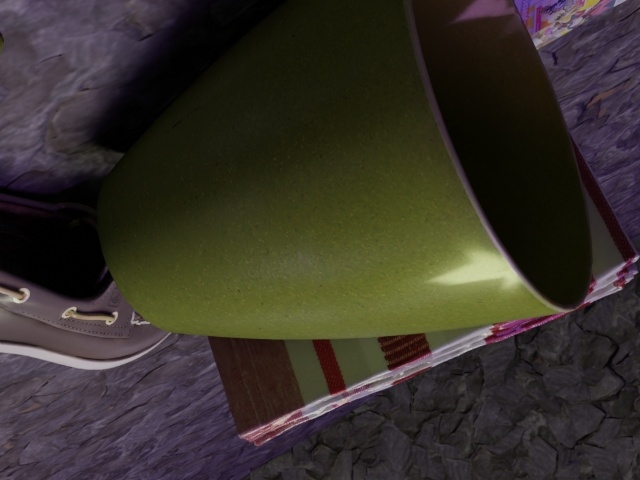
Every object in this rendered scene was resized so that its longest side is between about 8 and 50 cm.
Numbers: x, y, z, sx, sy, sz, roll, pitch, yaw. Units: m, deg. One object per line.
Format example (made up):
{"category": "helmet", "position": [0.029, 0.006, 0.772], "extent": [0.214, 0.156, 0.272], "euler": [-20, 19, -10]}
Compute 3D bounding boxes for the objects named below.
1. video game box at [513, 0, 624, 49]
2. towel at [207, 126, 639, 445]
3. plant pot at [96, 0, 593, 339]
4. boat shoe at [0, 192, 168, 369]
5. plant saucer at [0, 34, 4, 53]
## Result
{"category": "video game box", "position": [0.220, -0.238, 0.906], "extent": [0.187, 0.048, 0.205], "euler": [-31, 163, -3]}
{"category": "towel", "position": [0.054, -0.002, 0.920], "extent": [0.329, 0.237, 0.037], "euler": [-24, 147, 5]}
{"category": "plant pot", "position": [-0.002, -0.043, 0.807], "extent": [0.293, 0.275, 0.274], "euler": [-20, 168, 26]}
{"category": "boat shoe", "position": [-0.192, 0.024, 0.866], "extent": [0.096, 0.117, 0.324], "euler": [-35, 156, 26]}
{"category": "plant saucer", "position": [-0.269, -0.074, 0.582], "extent": [0.188, 0.045, 0.188], "euler": [-31, 162, 2]}
